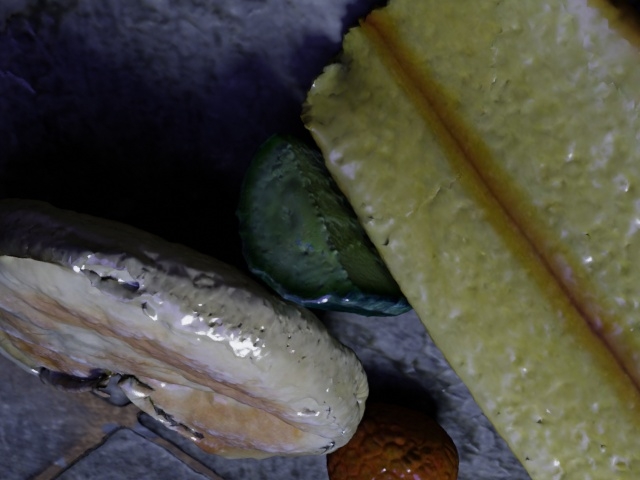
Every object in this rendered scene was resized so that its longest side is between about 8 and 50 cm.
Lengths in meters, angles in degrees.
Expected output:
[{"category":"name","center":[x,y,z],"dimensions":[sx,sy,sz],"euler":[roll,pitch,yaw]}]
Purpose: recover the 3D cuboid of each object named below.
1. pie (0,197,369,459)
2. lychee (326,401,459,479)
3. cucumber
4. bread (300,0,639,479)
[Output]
[{"category":"pie","center":[-0.117,0.066,0.769],"dimensions":[0.337,0.075,0.337],"euler":[16,154,8]},{"category":"lychee","center":[0.060,0.188,0.873],"dimensions":[0.114,0.101,0.140],"euler":[-37,120,19]},{"category":"cucumber","center":[0.000,0.000,0.708],"dimensions":[0.062,0.116,0.115],"euler":[-31,162,16]},{"category":"bread","center":[0.152,0.018,0.640],"dimensions":[0.361,0.245,0.233],"euler":[34,127,-22]}]
